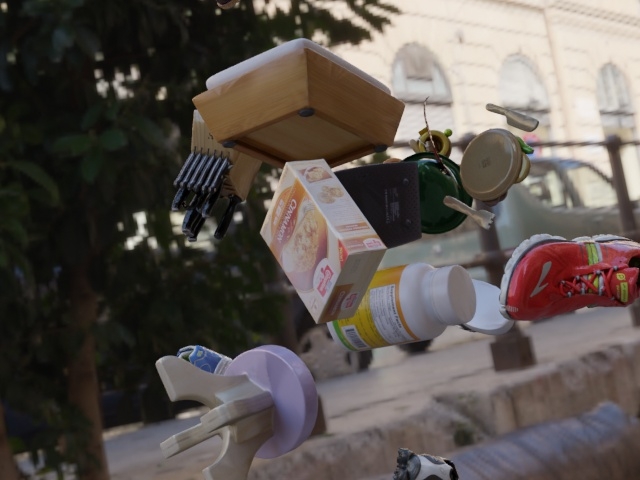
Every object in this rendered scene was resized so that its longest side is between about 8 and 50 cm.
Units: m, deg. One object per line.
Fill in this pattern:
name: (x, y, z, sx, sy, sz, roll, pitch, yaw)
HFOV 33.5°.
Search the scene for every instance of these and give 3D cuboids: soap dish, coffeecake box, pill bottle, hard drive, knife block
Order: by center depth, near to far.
coffeecake box: (0.000, 0.000, 1.494, 0.068, 0.185, 0.142, -9, -41, -33)
soap dish: (-0.028, -0.203, 1.728, 0.229, 0.118, 0.291, -18, -21, 32)
pill bottle: (0.143, 0.114, 1.868, 0.246, 0.136, 0.136, -14, -5, 34)
knife block: (-0.171, -0.127, 1.955, 0.088, 0.242, 0.276, 13, 19, 20)
hard drive: (0.078, -0.060, 2.046, 0.255, 0.172, 0.054, -12, 14, -30)

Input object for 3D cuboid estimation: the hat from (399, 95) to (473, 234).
hat: (0.220, -0.130, 2.120, 0.173, 0.208, 0.183, -44, -10, -11)

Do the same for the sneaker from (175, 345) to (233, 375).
sneaker: (-0.235, 0.228, 1.949, 0.081, 0.080, 0.211, 38, -31, -19)

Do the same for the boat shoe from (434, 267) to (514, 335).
boat shoe: (0.327, 0.152, 2.327, 0.108, 0.102, 0.301, -44, 32, -15)

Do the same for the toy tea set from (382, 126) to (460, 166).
toy tea set: (0.196, -0.114, 2.416, 0.336, 0.200, 0.124, -35, -7, 0)

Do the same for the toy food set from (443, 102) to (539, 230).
toy food set: (0.286, -0.121, 1.741, 0.039, 0.192, 0.132, 16, 12, -43)

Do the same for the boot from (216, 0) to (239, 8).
boot: (-0.189, -0.562, 1.893, 0.207, 0.248, 0.090, 21, 5, -38)

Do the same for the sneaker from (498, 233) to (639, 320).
sneaker: (0.349, 0.046, 1.371, 0.279, 0.107, 0.118, -13, 18, -34)

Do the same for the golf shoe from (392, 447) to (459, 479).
golf shoe: (0.162, 0.364, 1.597, 0.094, 0.077, 0.198, 5, -17, 11)

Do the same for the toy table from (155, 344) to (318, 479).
toy table: (-0.140, 0.277, 1.680, 0.161, 0.252, 0.274, -18, -24, -35)
